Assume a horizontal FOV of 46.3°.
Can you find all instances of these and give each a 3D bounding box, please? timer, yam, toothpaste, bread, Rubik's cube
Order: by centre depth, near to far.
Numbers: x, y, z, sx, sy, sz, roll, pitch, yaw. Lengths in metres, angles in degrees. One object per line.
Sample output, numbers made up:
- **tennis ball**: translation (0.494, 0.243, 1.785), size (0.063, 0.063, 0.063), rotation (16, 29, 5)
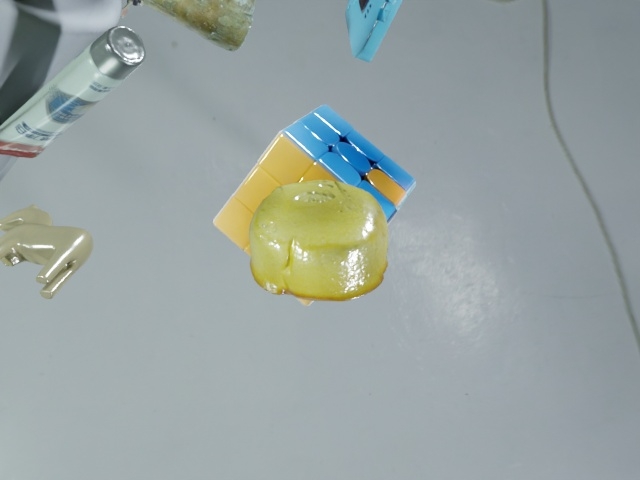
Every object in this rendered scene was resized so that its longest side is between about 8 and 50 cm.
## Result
- **toothpaste**: translation (-0.239, -0.125, 0.688), size (0.239, 0.062, 0.039), rotation (-22, 71, 42)
- **yam**: translation (-0.260, -0.434, 1.227), size (0.330, 0.133, 0.133), rotation (24, 80, -10)
- **timer**: translation (0.132, -0.452, 1.338), size (0.091, 0.232, 0.250), rotation (20, 36, -14)
- **bread**: translation (0.000, 0.000, 1.356), size (0.270, 0.148, 0.270), rotation (-1, 35, 1)
- **Rubik's cube**: translation (-0.006, -0.085, 1.679), size (0.292, 0.290, 0.291), rotation (41, 119, 0)

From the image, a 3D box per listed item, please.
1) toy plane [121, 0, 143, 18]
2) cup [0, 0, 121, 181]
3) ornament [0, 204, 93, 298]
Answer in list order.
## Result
- **toy plane**: translation (-0.216, -0.324, 0.903), size (0.031, 0.049, 0.120), rotation (24, 105, -9)
- **cup**: translation (-0.404, -0.213, 0.743), size (0.327, 0.323, 0.237), rotation (-42, 60, 29)
- **ornament**: translation (-0.536, 0.006, 1.405), size (0.230, 0.245, 0.061), rotation (5, 124, 15)
